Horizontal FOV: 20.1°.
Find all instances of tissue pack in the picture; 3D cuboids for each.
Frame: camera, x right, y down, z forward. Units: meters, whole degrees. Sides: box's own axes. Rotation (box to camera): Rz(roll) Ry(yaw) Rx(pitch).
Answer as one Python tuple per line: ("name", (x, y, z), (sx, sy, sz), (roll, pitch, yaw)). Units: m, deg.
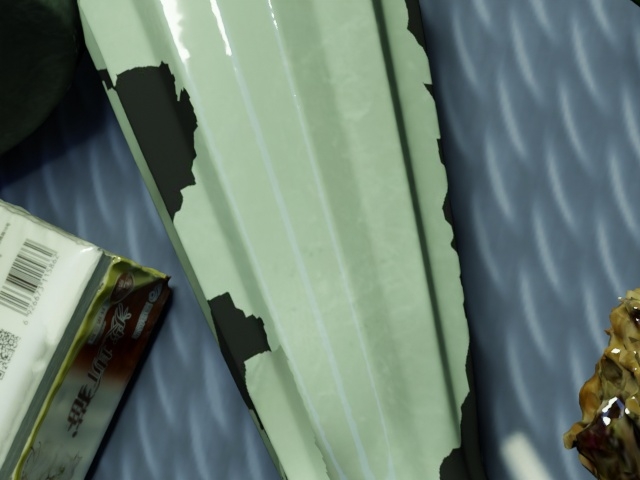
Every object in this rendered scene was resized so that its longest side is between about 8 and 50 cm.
("tissue pack", (-0.159, 0.061, 0.897), (0.106, 0.099, 0.148), (24, 88, 25))

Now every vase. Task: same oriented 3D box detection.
("vase", (0.000, 0.000, 0.822), (0.165, 0.165, 0.360), (-21, 75, 17))

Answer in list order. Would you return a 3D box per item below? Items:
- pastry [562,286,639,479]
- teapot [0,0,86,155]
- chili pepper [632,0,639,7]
("pastry", (0.226, 0.092, 0.664), (0.193, 0.275, 0.275), (-28, 63, -25))
("teapot", (-0.285, -0.212, 0.914), (0.253, 0.300, 0.344), (-37, 61, 31))
("chili pepper", (0.244, -0.137, 0.728), (0.261, 0.174, 0.165), (18, 100, 35))
